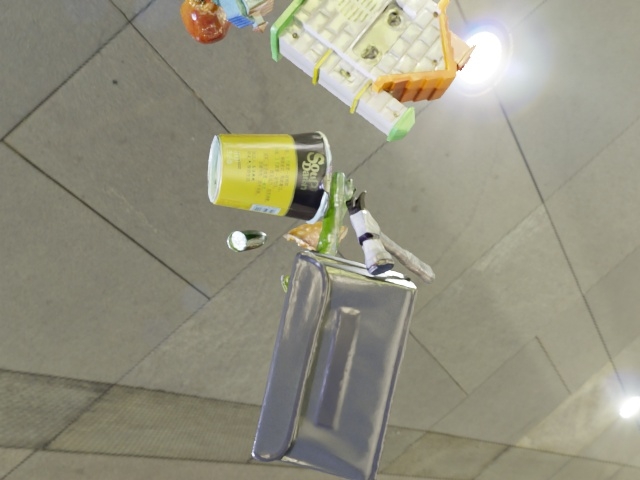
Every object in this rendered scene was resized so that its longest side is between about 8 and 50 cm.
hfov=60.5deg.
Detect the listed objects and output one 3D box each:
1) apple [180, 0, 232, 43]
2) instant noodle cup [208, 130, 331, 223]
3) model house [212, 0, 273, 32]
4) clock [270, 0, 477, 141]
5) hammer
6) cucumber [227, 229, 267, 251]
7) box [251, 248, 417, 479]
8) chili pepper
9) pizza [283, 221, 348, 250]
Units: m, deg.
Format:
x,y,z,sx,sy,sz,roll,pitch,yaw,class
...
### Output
x,y,z,sx,sy,sz,roll,pitch,yaw,class
-0.331,-0.667,1.620,0.156,0.158,0.147,-30,94,1,apple
-0.116,-0.143,1.196,0.236,0.215,0.215,2,118,-21,instant noodle cup
-0.190,-0.621,1.454,0.148,0.120,0.148,-41,116,-30,model house
0.089,-0.304,0.844,0.255,0.106,0.219,39,83,1,clock
0.152,0.034,1.038,0.044,0.152,0.427,-28,153,16,hammer
-0.159,-0.003,1.243,0.105,0.048,0.048,-11,130,-58,cucumber
0.033,0.203,0.988,0.205,0.251,0.344,12,91,5,box
0.012,-0.018,1.230,0.077,0.359,0.085,-11,129,33,chili pepper
0.000,0.000,1.460,0.178,0.131,0.041,-15,139,-23,pizza
